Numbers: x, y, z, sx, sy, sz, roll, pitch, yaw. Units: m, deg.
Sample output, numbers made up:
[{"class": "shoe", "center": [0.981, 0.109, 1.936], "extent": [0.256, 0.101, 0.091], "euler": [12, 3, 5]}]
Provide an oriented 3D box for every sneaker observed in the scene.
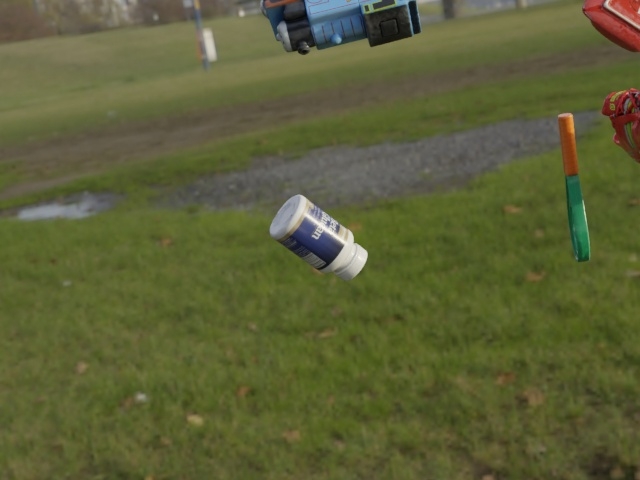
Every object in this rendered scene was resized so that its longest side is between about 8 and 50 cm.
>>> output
[{"class": "sneaker", "center": [0.447, -0.173, 1.563], "extent": [0.118, 0.107, 0.279], "euler": [36, -7, 19]}]

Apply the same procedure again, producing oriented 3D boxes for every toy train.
[{"class": "toy train", "center": [0.025, -0.268, 1.275], "extent": [0.184, 0.105, 0.080], "euler": [-13, -31, 4]}]

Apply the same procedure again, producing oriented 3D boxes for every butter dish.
[{"class": "butter dish", "center": [0.544, -0.402, 1.983], "extent": [0.160, 0.160, 0.118], "euler": [-57, -1, -16]}]

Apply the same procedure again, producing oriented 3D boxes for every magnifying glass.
[{"class": "magnifying glass", "center": [0.386, -0.079, 1.710], "extent": [0.026, 0.231, 0.092], "euler": [-10, 15, 8]}]

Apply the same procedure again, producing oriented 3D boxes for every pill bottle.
[{"class": "pill bottle", "center": [0.000, 0.000, 2.032], "extent": [0.094, 0.169, 0.094], "euler": [-45, 22, 24]}]
